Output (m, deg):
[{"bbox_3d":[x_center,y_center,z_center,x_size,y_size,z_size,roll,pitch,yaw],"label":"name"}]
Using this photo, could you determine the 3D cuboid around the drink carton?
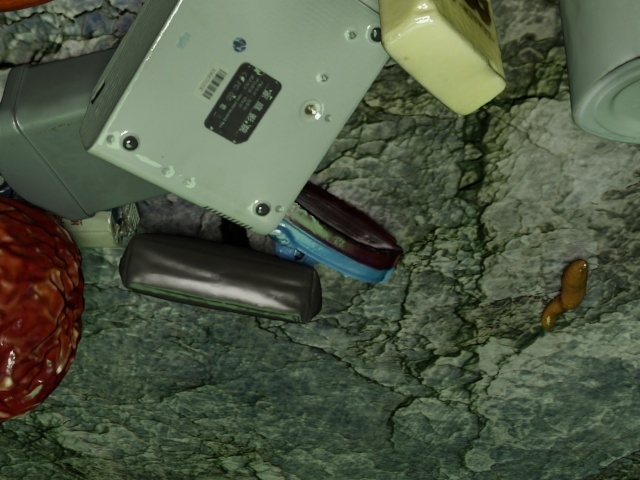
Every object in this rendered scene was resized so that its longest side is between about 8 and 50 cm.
[{"bbox_3d":[0.272,-0.191,0.777,0.191,0.190,0.185,8,160,-16],"label":"drink carton"}]

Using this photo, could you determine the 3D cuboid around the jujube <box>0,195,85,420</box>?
[{"bbox_3d":[-0.348,0.067,0.981,0.213,0.232,0.213,-3,146,-2],"label":"jujube"}]

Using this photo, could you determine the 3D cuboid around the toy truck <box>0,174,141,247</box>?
[{"bbox_3d":[-0.319,-0.029,1.120,0.201,0.088,0.074,0,144,3],"label":"toy truck"}]

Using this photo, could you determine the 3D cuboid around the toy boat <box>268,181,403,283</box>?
[{"bbox_3d":[0.000,0.000,1.134,0.223,0.100,0.097,29,126,-27],"label":"toy boat"}]

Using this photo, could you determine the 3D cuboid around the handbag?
[{"bbox_3d":[-0.120,0.049,1.170,0.247,0.080,0.223,12,174,-4],"label":"handbag"}]

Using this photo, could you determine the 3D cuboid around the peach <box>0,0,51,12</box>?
[{"bbox_3d":[-0.273,-0.275,0.682,0.256,0.232,0.232,-14,142,3],"label":"peach"}]

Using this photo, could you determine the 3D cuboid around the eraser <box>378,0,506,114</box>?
[{"bbox_3d":[0.102,-0.204,0.802,0.058,0.172,0.117,-29,133,32],"label":"eraser"}]

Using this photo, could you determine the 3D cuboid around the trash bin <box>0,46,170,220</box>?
[{"bbox_3d":[-0.228,-0.116,0.997,0.236,0.101,0.177,-11,139,12],"label":"trash bin"}]

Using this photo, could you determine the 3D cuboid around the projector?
[{"bbox_3d":[-0.071,-0.151,0.855,0.198,0.108,0.250,27,104,-30],"label":"projector"}]

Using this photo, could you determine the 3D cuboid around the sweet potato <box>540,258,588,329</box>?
[{"bbox_3d":[0.339,0.071,1.268,0.044,0.044,0.179,2,149,-1],"label":"sweet potato"}]
